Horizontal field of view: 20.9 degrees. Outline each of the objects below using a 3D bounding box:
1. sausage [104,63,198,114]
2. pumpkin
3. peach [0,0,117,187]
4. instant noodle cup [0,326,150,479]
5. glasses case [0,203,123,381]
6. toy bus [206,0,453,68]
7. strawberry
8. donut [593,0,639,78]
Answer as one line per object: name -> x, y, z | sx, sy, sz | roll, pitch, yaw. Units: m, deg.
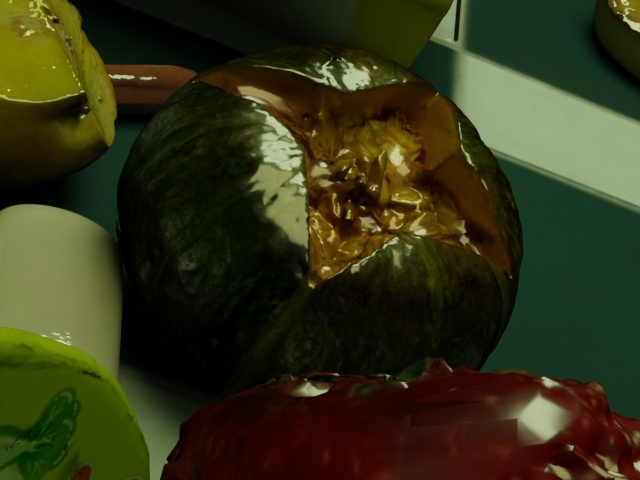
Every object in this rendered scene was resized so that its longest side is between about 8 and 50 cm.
sausage -> -0.138, -0.096, 1.124 | 0.147, 0.035, 0.030 | -3, 67, -36
pumpkin -> -0.001, 0.001, 0.971 | 0.238, 0.159, 0.238 | 17, 51, -22
peach -> -0.192, -0.090, 1.009 | 0.151, 0.118, 0.151 | 52, 16, -21
instant noodle cup -> -0.242, 0.103, 0.585 | 0.221, 0.311, 0.311 | 33, 34, 27
glasses case -> -0.145, 0.052, 0.903 | 0.081, 0.051, 0.204 | 17, 35, -14
toy bus -> -0.089, -0.301, 1.225 | 0.440, 0.209, 0.249 | 24, 78, -4
strawberry -> 0.064, 0.165, 0.761 | 0.274, 0.274, 0.220 | 7, 76, -26
donut -> 0.314, -0.173, 1.489 | 0.178, 0.065, 0.162 | 41, 42, 19
